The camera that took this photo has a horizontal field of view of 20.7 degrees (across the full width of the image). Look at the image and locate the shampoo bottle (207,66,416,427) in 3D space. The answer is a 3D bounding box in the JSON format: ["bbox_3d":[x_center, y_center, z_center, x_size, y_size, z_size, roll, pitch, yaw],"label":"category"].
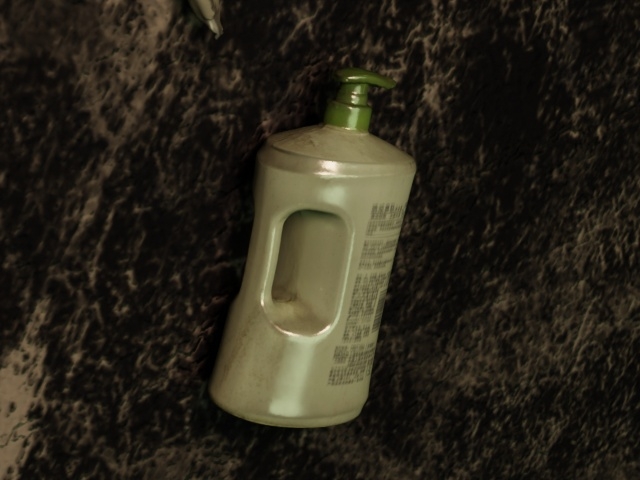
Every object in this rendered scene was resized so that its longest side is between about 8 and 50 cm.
[{"bbox_3d":[0.000,0.000,1.159,0.118,0.087,0.234,1,107,-39],"label":"shampoo bottle"}]

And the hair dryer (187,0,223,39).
[{"bbox_3d":[-0.101,-0.233,0.955,0.107,0.173,0.357,-43,142,-15],"label":"hair dryer"}]
